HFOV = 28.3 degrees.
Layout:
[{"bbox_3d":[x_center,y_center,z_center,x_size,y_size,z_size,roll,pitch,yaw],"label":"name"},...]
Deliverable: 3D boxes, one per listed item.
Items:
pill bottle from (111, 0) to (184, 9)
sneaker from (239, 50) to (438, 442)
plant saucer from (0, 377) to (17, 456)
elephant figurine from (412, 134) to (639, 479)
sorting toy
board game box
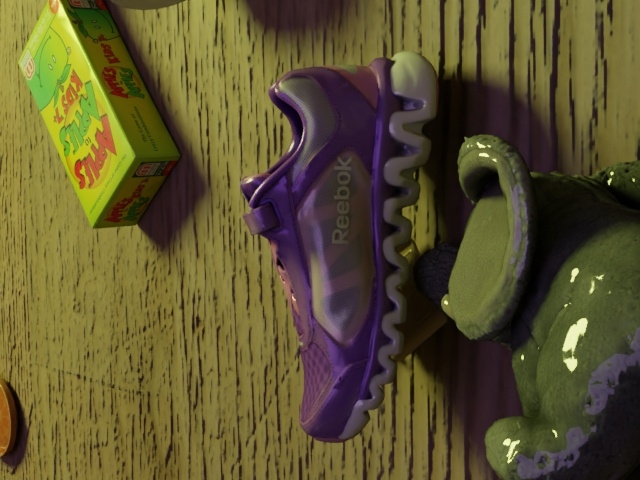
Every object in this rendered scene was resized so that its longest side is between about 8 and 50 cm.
[{"bbox_3d":[-0.147,-0.283,0.914,0.121,0.121,0.221,-45,61,43],"label":"pill bottle"},{"bbox_3d":[0.000,0.000,0.752,0.095,0.105,0.236,-170,87,-77],"label":"sneaker"},{"bbox_3d":[-0.321,0.173,1.259,0.083,0.013,0.083,9,102,49],"label":"plant saucer"},{"bbox_3d":[0.121,0.017,0.621,0.186,0.169,0.239,-36,47,15],"label":"elephant figurine"},{"bbox_3d":[0.047,0.044,0.807,0.083,0.012,0.062,-47,57,42],"label":"sorting toy"},{"bbox_3d":[-0.185,-0.110,1.040,0.092,0.043,0.181,-51,57,40],"label":"board game box"}]
